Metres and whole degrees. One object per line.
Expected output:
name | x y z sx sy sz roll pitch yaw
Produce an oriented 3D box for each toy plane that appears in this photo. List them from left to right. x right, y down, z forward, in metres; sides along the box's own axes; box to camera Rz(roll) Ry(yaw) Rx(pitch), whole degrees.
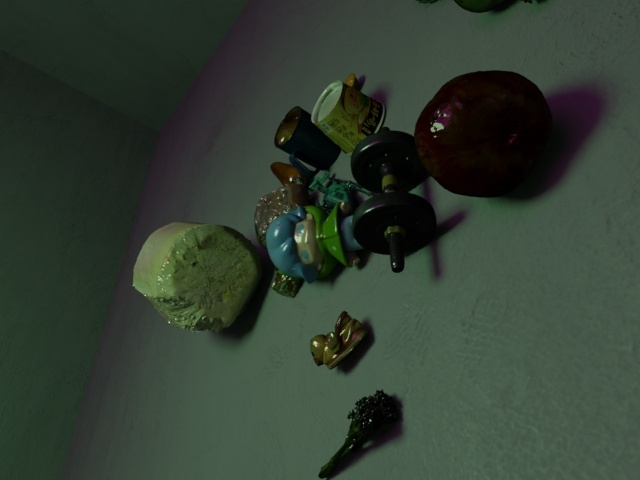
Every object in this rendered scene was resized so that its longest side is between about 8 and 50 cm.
toy plane | 0.033 -0.103 1.156 0.096 0.060 0.235 -55 32 -1

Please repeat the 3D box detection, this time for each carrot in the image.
carrot | -0.098 -0.192 1.438 0.069 0.069 0.336 -60 25 7

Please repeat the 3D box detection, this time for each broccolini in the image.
broccolini | 0.041 0.311 0.812 0.201 0.073 0.058 -50 49 27

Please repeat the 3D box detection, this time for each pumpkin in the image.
pumpkin | 0.080 -0.392 1.337 0.083 0.028 0.050 -67 30 13

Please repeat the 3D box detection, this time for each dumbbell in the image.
dumbbell | 0.125 -0.084 0.901 0.143 0.143 0.326 -36 39 40

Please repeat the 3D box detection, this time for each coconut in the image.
coconut | -0.328 0.094 1.341 0.309 0.297 0.298 -1 67 57

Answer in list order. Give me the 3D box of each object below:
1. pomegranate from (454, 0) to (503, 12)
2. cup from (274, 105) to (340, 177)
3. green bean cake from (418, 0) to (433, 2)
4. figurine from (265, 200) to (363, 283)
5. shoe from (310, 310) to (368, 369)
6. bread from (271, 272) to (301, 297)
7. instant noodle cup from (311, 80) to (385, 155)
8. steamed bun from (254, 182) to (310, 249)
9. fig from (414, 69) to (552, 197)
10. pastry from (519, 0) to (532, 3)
pomegranate | 0.305 -0.513 0.935 0.169 0.148 0.149 116 160 -48
cup | -0.036 -0.238 1.289 0.113 0.138 0.150 19 84 61
green bean cake | 0.262 -0.680 1.175 0.227 0.124 0.223 -56 32 18
figurine | 0.000 0.000 1.050 0.263 0.143 0.162 -13 91 34
shoe | 0.033 0.180 0.923 0.069 0.072 0.109 53 126 16
bread | -0.069 0.073 1.183 0.066 0.060 0.111 111 180 -77
instant noodle cup | 0.060 -0.292 1.195 0.151 0.122 0.152 -36 39 36
steamed bun | -0.100 -0.056 1.283 0.175 0.106 0.145 -35 40 38
fig | 0.242 -0.145 0.807 0.290 0.190 0.191 51 -119 -78
pastry | 0.397 -0.477 0.863 0.170 0.063 0.087 -61 20 16
